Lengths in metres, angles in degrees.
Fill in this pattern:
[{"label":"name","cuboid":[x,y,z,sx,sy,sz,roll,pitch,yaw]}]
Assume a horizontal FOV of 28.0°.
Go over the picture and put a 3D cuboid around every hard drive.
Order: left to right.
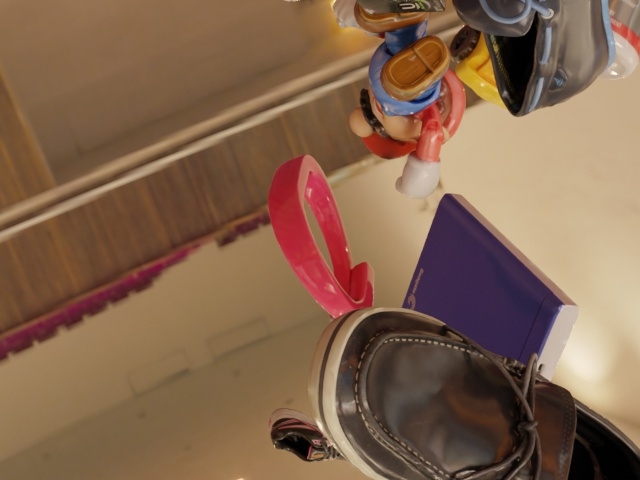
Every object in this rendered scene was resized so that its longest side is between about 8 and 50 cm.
[{"label":"hard drive","cuboid":[0.222,0.098,1.765,0.040,0.210,0.318,6,-155,-28]}]

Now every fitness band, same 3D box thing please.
[{"label":"fitness band","cuboid":[0.000,0.000,1.686,0.054,0.209,0.291,-26,-162,12]}]

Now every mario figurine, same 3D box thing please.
[{"label":"mario figurine","cuboid":[0.079,-0.171,1.521,0.170,0.198,0.320,15,167,10]}]

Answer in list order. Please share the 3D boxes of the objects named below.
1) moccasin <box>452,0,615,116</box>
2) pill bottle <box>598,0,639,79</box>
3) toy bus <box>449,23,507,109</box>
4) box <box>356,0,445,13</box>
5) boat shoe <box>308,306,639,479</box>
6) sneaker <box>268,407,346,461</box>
[{"label":"moccasin","cuboid":[0.172,-0.215,1.095,0.117,0.342,0.138,-39,-132,-3]},{"label":"pill bottle","cuboid":[0.380,-0.367,1.660,0.161,0.161,0.283,9,-107,59]},{"label":"toy bus","cuboid":[0.319,-0.336,1.945,0.211,0.149,0.220,-32,-145,49]},{"label":"box","cuboid":[0.078,-0.259,1.267,0.083,0.052,0.062,2,168,21]},{"label":"boat shoe","cuboid":[0.187,0.203,1.352,0.156,0.500,0.186,-5,-120,47]},{"label":"sneaker","cuboid":[0.002,0.323,2.015,0.178,0.072,0.077,9,-156,1]}]
